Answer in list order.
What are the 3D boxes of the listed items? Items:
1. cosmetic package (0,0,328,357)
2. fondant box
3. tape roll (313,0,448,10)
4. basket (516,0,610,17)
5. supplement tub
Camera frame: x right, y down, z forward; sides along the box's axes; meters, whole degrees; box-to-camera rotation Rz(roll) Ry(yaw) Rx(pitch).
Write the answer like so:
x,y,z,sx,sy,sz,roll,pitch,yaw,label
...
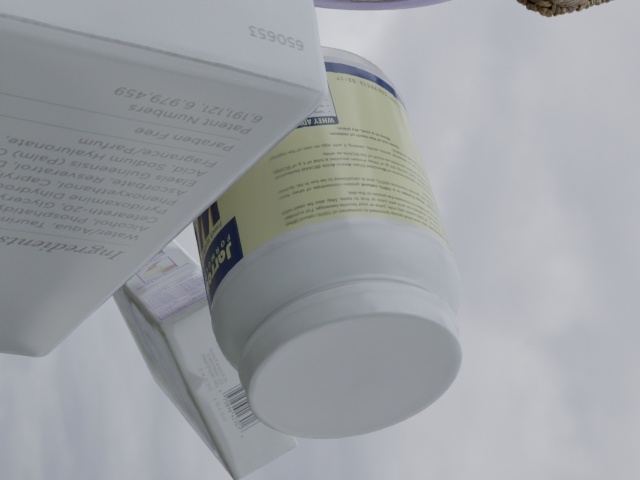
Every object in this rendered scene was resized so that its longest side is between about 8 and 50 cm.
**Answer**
x,y,z,sx,sy,sz,roll,pitch,yaw,label
-0.250,-0.158,0.978,0.393,0.327,0.329,-39,-129,45,cosmetic package
-0.168,0.124,1.910,0.330,0.096,0.238,35,-29,60,fondant box
0.054,-0.353,1.835,0.275,0.275,0.090,161,-70,-73,tape roll
0.286,-0.462,1.981,0.299,0.213,0.223,40,-46,35,basket
0.000,0.000,1.450,0.235,0.235,0.325,101,-20,-49,supplement tub
